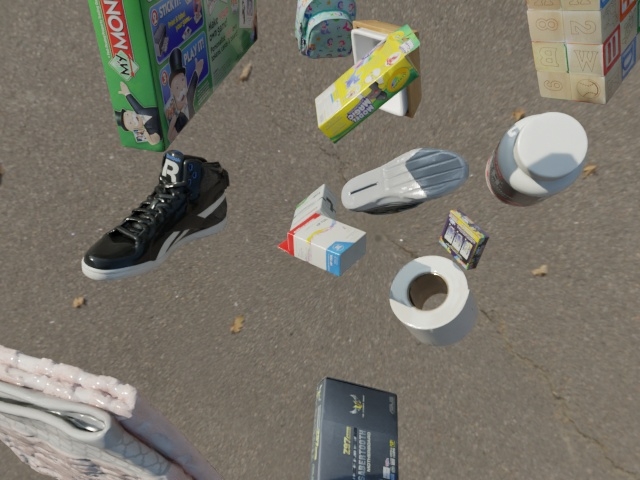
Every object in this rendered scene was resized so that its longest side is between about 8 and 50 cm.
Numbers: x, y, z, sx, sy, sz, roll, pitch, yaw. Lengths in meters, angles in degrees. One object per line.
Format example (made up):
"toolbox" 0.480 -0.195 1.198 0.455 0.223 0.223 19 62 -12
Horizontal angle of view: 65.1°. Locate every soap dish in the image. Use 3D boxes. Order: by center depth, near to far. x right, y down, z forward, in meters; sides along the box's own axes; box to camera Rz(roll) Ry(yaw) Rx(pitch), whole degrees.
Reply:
"soap dish" 0.224 -0.571 1.654 0.118 0.291 0.229 -40 50 -22

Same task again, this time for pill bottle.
"pill bottle" 0.479 -0.177 1.122 0.176 0.318 0.176 -1 87 11

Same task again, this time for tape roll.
"tape roll" 0.358 0.193 1.586 0.246 0.169 0.246 -13 56 20

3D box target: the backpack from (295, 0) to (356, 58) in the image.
"backpack" 0.023 -0.801 1.836 0.225 0.254 0.191 -7 51 -12

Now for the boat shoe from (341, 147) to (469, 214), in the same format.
"boat shoe" 0.209 -0.135 1.204 0.335 0.119 0.121 -8 76 41

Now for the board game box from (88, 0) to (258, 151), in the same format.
"board game box" -0.128 -0.261 0.502 0.046 0.317 0.214 7 130 7

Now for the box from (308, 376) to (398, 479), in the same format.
"box" 0.075 0.427 1.073 0.183 0.059 0.233 18 49 -13

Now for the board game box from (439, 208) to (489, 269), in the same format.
"board game box" 0.498 -0.004 1.753 0.048 0.170 0.141 -7 130 -25

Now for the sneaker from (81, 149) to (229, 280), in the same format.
"sneaker" -0.200 -0.045 0.613 0.079 0.217 0.121 20 121 24

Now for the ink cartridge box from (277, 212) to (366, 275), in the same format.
"ink cartridge box" 0.000 0.000 1.436 0.231 0.134 0.078 23 132 30

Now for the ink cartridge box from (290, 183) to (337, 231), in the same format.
"ink cartridge box" -0.022 -0.098 1.872 0.153 0.208 0.087 -35 111 24

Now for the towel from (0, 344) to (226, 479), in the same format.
"towel" -0.257 0.216 0.532 0.331 0.317 0.053 7 48 23

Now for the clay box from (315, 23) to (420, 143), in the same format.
"clay box" 0.090 -0.288 0.918 0.222 0.127 0.053 -34 124 22

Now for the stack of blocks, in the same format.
"stack of blocks" 0.316 -0.332 0.571 0.087 0.297 0.171 26 68 44
